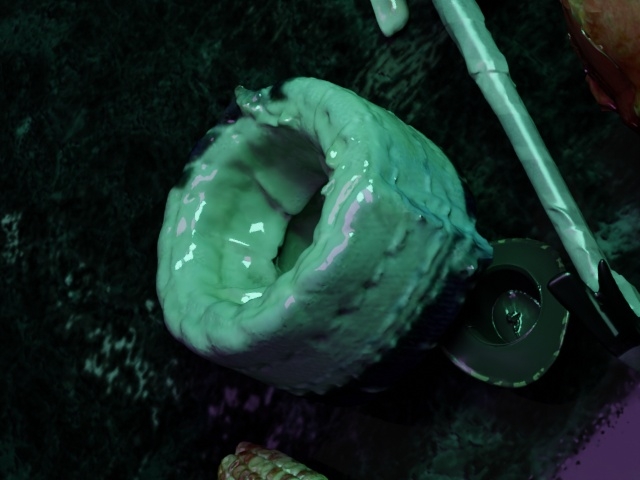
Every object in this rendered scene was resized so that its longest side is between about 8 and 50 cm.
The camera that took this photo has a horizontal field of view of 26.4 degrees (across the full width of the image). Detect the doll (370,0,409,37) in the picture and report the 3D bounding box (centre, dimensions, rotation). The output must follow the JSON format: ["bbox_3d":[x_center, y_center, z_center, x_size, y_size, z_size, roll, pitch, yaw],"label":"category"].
[{"bbox_3d":[0.116,-0.274,1.075,0.217,0.085,0.183,-27,63,40],"label":"doll"}]

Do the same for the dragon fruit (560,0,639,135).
[{"bbox_3d":[0.294,-0.157,0.824,0.301,0.295,0.296,24,89,23],"label":"dragon fruit"}]

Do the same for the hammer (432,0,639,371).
[{"bbox_3d":[0.132,-0.097,0.970,0.044,0.152,0.427,-32,64,18],"label":"hammer"}]

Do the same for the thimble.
[{"bbox_3d":[0.000,0.000,0.995,0.237,0.150,0.237,-25,54,39],"label":"thimble"}]

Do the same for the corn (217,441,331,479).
[{"bbox_3d":[0.018,0.219,0.998,0.237,0.079,0.079,30,92,35],"label":"corn"}]

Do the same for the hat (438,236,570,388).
[{"bbox_3d":[0.139,0.055,0.986,0.121,0.050,0.121,-15,60,28],"label":"hat"}]
